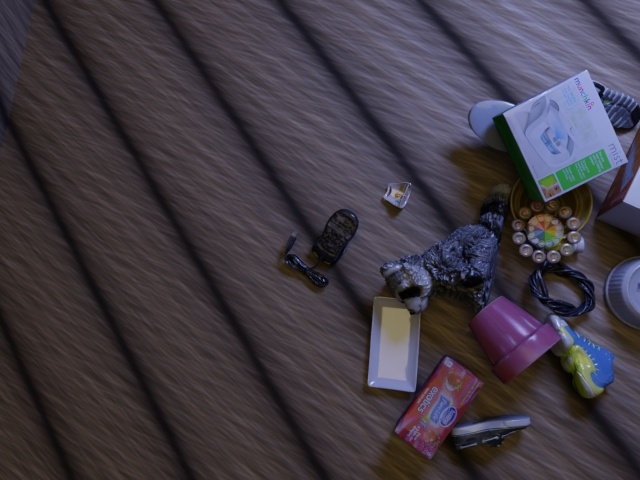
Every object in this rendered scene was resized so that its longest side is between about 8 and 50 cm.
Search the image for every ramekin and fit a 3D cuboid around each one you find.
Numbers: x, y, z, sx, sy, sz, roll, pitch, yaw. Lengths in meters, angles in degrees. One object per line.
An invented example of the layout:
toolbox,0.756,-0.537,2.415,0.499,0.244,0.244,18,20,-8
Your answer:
ramekin,0.895,0.140,1.312,0.206,0.109,0.208,-2,81,12

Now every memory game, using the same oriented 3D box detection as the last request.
memory game,0.628,-0.026,1.356,0.186,0.012,0.187,-2,83,13

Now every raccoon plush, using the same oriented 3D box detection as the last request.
raccoon plush,0.370,0.025,1.449,0.298,0.216,0.447,11,54,27

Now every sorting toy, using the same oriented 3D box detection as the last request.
sorting toy,0.240,-0.147,1.537,0.075,0.045,0.084,22,86,22

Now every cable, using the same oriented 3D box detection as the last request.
cable,0.682,0.140,1.365,0.184,0.047,0.150,40,64,14

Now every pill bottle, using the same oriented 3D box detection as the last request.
pill bottle,0.688,0.014,1.399,0.116,0.065,0.065,-3,80,12

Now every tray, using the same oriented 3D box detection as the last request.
tray,0.224,0.309,1.468,0.145,0.030,0.271,4,81,12

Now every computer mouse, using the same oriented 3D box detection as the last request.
computer mouse,0.000,0.000,1.555,0.184,0.060,0.262,30,99,11

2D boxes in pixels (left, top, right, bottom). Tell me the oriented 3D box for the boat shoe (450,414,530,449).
boat shoe,0.476,0.536,1.357,0.219,0.077,0.070,-17,77,17

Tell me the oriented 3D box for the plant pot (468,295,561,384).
plant pot,0.516,0.260,1.333,0.201,0.201,0.180,-41,66,3

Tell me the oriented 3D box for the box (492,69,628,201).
box,0.630,-0.271,1.296,0.230,0.127,0.262,-26,95,10

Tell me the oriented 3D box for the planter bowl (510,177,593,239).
planter bowl,0.657,-0.104,1.411,0.216,0.090,0.218,-1,83,12

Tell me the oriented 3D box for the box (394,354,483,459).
box,0.331,0.460,1.369,0.122,0.128,0.257,35,89,15

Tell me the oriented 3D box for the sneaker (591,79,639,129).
sneaker,0.831,-0.419,1.433,0.228,0.132,0.086,27,120,-16

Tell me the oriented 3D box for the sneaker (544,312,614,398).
sneaker,0.721,0.304,1.346,0.126,0.091,0.240,-18,76,-10

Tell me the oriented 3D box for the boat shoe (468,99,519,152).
boat shoe,0.608,-0.326,1.438,0.366,0.156,0.136,16,112,3

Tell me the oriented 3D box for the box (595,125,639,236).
box,0.927,-0.197,1.307,0.168,0.215,0.346,26,86,15
